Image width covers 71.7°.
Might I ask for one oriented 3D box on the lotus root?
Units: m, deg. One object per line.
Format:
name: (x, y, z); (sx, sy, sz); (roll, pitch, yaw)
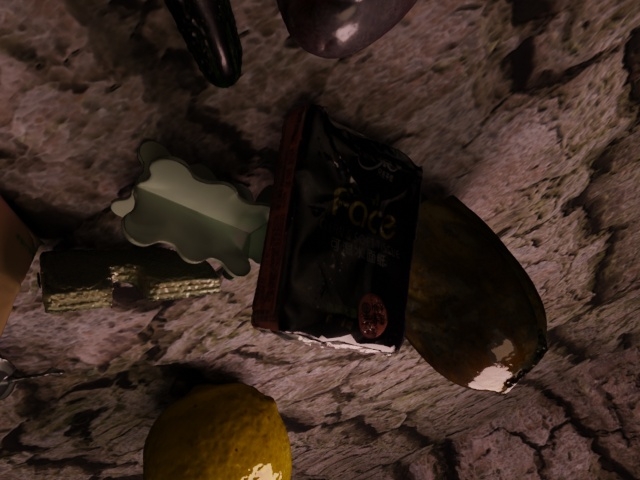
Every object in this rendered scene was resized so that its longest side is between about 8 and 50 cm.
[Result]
lotus root: (0.248, 0.098, 0.802); (0.251, 0.346, 0.250); (-31, 159, -13)

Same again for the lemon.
lemon: (-0.230, 0.522, 1.034); (0.350, 0.387, 0.350); (-19, 162, -6)

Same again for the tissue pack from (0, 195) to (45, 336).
tissue pack: (-0.477, 0.000, 0.521); (0.123, 0.215, 0.256); (-13, 137, 4)

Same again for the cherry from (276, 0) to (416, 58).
cherry: (0.030, -0.296, 0.488); (0.176, 0.140, 0.176); (-32, 149, -23)

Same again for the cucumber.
cucumber: (-0.139, -0.275, 0.485); (0.075, 0.074, 0.241); (-19, 139, -4)

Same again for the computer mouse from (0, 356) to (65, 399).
computer mouse: (-0.667, 0.245, 0.778); (0.380, 0.090, 0.167); (0, 134, -30)

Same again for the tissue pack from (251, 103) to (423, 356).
tissue pack: (0.033, -0.009, 0.649); (0.245, 0.332, 0.123); (23, 157, -39)

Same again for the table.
table: (-0.178, -0.043, 0.639); (0.198, 0.166, 0.166); (24, 120, -39)

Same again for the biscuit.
biscuit: (-0.293, 0.053, 0.688); (0.250, 0.147, 0.046); (-2, 111, -32)
